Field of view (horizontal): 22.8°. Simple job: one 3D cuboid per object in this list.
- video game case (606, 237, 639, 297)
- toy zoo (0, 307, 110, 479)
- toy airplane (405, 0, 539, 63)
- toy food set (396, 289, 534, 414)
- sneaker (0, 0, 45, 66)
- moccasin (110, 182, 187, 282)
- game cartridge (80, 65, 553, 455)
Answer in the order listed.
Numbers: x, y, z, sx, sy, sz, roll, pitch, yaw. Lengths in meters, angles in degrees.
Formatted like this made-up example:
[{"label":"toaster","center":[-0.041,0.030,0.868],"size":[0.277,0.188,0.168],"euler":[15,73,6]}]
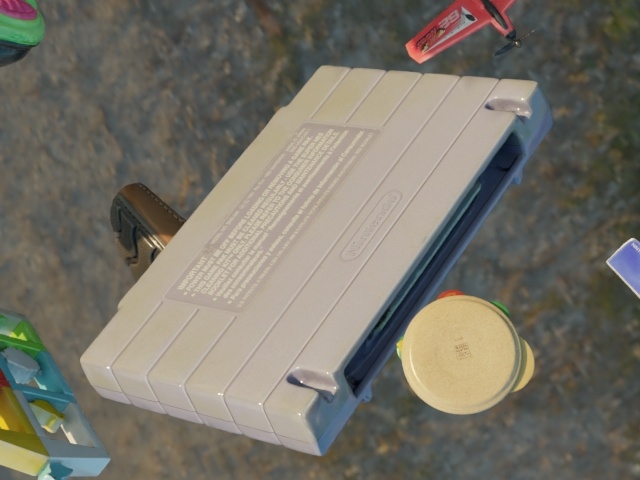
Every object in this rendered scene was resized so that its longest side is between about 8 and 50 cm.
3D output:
[{"label":"video game case","center":[0.557,0.135,2.314],"size":[0.061,0.269,0.244],"euler":[-44,149,8]},{"label":"toy zoo","center":[-0.342,0.161,1.705],"size":[0.192,0.293,0.030],"euler":[22,112,-46]},{"label":"toy airplane","center":[0.120,-0.209,1.307],"size":[0.151,0.151,0.028],"euler":[-34,156,5]},{"label":"toy food set","center":[0.095,0.075,1.060],"size":[0.083,0.082,0.020],"euler":[-32,167,-4]},{"label":"sneaker","center":[-0.500,-0.181,1.469],"size":[0.483,0.185,0.202],"euler":[-7,134,-15]},{"label":"moccasin","center":[-0.092,0.054,1.902],"size":[0.147,0.380,0.139],"euler":[-46,163,-31]},{"label":"game cartridge","center":[0.000,0.000,1.213],"size":[0.355,0.230,0.068],"euler":[-52,130,-31]}]
